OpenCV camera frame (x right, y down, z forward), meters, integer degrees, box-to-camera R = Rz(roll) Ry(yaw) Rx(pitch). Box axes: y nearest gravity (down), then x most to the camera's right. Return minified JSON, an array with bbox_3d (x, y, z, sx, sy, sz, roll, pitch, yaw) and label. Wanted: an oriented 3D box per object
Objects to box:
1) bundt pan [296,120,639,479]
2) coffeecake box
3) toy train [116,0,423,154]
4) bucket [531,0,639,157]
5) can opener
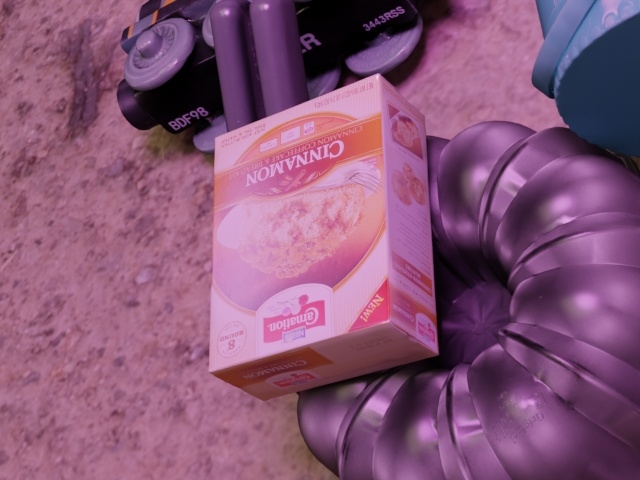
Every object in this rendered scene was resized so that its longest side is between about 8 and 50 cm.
[{"bbox_3d":[0.107,0.056,0.934,0.330,0.124,0.331,-18,56,30],"label":"bundt pan"},{"bbox_3d":[0.000,0.000,0.915,0.142,0.068,0.186,-18,58,29],"label":"coffeecake box"},{"bbox_3d":[-0.038,-0.209,1.187,0.334,0.142,0.190,-23,43,29],"label":"toy train"},{"bbox_3d":[0.256,-0.182,0.852,0.281,0.281,0.183,-17,63,30],"label":"bucket"},{"bbox_3d":[-0.041,-0.054,1.062,0.074,0.093,0.280,-2,98,26],"label":"can opener"}]
